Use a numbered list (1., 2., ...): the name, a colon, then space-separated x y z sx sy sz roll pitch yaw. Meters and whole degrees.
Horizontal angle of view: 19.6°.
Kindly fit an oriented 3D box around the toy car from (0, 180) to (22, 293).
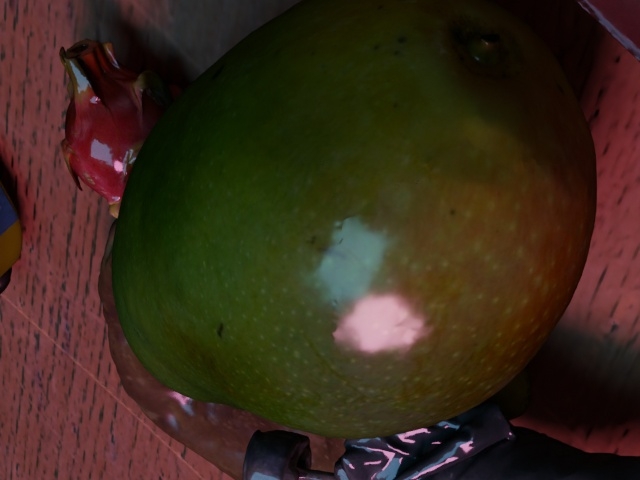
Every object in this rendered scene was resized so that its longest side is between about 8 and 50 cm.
1. toy car: -0.342 -0.014 1.348 0.248 0.142 0.200 -3 124 42

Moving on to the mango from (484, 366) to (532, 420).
1. mango: 0.081 0.070 1.112 0.108 0.056 0.073 38 147 -5

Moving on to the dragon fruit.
1. dragon fruit: -0.122 -0.072 1.139 0.086 0.081 0.116 22 141 42

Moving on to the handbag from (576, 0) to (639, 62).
1. handbag: 0.191 -0.179 0.733 0.260 0.084 0.275 42 142 -3

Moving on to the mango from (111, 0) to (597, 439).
1. mango: 0.000 0.000 0.987 0.382 0.201 0.225 -30 85 54

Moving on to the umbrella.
1. umbrella: 0.126 0.148 1.067 0.349 0.094 0.143 6 110 18

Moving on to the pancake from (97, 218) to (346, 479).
1. pancake: -0.039 0.086 1.247 0.294 0.049 0.294 24 141 21
